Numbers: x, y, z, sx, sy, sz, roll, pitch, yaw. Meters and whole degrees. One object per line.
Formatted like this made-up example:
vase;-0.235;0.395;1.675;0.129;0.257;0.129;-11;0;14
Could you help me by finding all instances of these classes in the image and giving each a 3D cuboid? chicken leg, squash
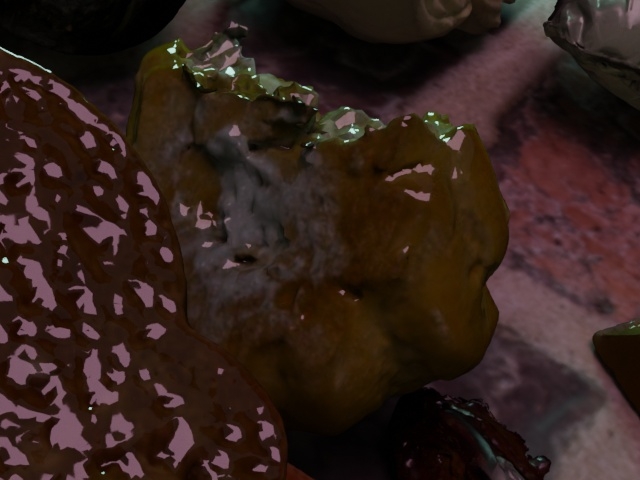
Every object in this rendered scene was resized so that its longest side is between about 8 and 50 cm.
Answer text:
chicken leg;0.107;0.149;0.683;0.093;0.053;0.205;-2;49;-39
squash;-0.170;-0.206;0.884;0.193;0.156;0.193;20;52;-28

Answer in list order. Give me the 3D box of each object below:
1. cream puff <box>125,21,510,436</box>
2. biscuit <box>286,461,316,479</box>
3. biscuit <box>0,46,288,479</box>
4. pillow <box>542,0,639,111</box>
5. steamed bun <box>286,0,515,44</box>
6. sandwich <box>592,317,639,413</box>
cream puff;-0.002;0.006;0.710;0.221;0.194;0.195;26;43;26
biscuit;-0.045;0.193;0.585;0.284;0.043;0.306;-1;41;-10
biscuit;-0.166;0.069;0.557;0.314;0.063;0.367;10;57;-22
pillow;0.318;-0.157;0.993;0.310;0.138;0.283;21;44;0
steamed bun;0.056;-0.277;0.961;0.206;0.275;0.320;22;6;26
sandwich;0.259;0.042;0.742;0.117;0.187;0.144;-14;57;-30
